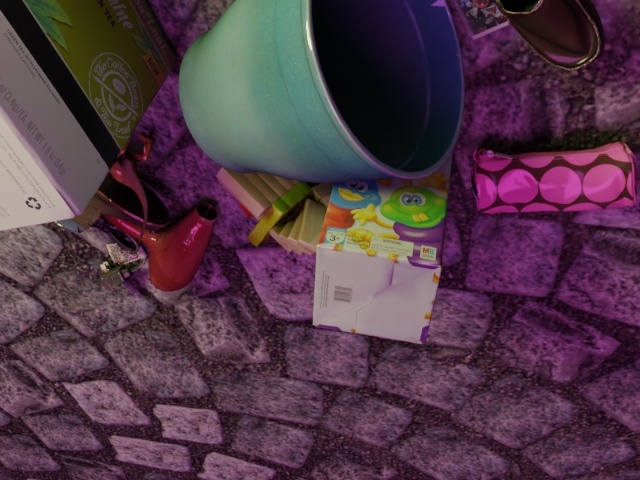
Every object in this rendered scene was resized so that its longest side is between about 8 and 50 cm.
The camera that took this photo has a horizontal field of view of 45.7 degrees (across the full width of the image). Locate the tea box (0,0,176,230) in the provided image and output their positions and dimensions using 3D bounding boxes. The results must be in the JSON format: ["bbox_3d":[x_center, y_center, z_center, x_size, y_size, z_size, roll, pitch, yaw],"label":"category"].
[{"bbox_3d":[-0.373,-0.232,0.848,0.219,0.324,0.329,-8,132,22],"label":"tea box"}]

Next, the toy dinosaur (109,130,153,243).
[{"bbox_3d":[-0.284,-0.105,1.112,0.211,0.064,0.112,41,116,26],"label":"toy dinosaur"}]

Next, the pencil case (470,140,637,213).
[{"bbox_3d":[0.303,-0.085,0.994,0.209,0.095,0.098,-3,121,14],"label":"pencil case"}]

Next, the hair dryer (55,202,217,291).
[{"bbox_3d":[-0.291,-0.004,1.232,0.293,0.080,0.224,-9,130,21],"label":"hair dryer"}]

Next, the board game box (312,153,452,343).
[{"bbox_3d":[0.086,-0.028,0.970,0.142,0.275,0.144,9,135,5],"label":"board game box"}]

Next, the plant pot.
[{"bbox_3d":[-0.016,-0.184,0.866,0.255,0.272,0.272,-9,133,40],"label":"plant pot"}]

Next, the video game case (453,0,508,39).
[{"bbox_3d":[0.217,-0.327,0.821,0.190,0.022,0.173,-18,127,28],"label":"video game case"}]

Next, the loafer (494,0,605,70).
[{"bbox_3d":[0.226,-0.255,0.816,0.220,0.078,0.080,38,131,-22],"label":"loafer"}]

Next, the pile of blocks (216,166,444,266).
[{"bbox_3d":[0.000,0.000,1.111,0.362,0.149,0.113,28,134,-14],"label":"pile of blocks"}]

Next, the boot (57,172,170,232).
[{"bbox_3d":[-0.336,-0.053,1.175,0.219,0.082,0.106,31,126,7],"label":"boot"}]
